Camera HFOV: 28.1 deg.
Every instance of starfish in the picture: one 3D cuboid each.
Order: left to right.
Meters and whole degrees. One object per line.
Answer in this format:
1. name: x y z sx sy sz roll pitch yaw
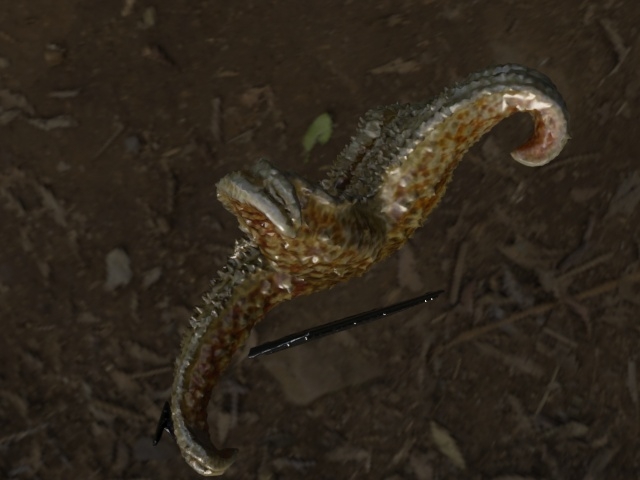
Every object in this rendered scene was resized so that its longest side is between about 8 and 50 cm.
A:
1. starfish: 0.001 0.003 0.763 0.303 0.312 0.113 -44 88 -4

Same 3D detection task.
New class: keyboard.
1. keyboard: 0.024 0.063 0.991 0.063 0.198 0.010 -21 85 35
